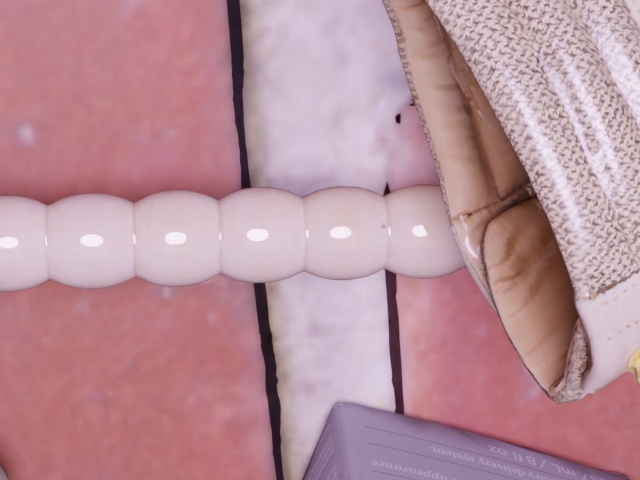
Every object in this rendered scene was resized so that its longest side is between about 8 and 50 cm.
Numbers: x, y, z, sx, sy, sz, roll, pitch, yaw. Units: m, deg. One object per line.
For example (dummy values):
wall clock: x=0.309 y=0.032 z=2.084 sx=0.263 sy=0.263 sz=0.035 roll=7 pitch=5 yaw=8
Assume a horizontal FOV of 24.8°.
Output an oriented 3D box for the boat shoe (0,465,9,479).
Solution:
boat shoe: x=-0.227 y=0.156 z=0.470 sx=0.302 sy=0.109 sz=0.094 roll=-44 pitch=114 yaw=9

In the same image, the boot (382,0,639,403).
boot: x=0.146 y=-0.005 z=0.389 sx=0.203 sy=0.095 sz=0.262 roll=-32 pitch=111 yaw=-11

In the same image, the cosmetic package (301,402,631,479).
cosmetic package: x=0.054 y=0.162 z=0.434 sx=0.127 sy=0.238 sz=0.107 roll=17 pitch=111 yaw=-15

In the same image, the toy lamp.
toy lamp: x=0.000 y=0.000 z=0.446 sx=0.274 sy=0.080 sz=0.080 roll=-2 pitch=114 yaw=-4
